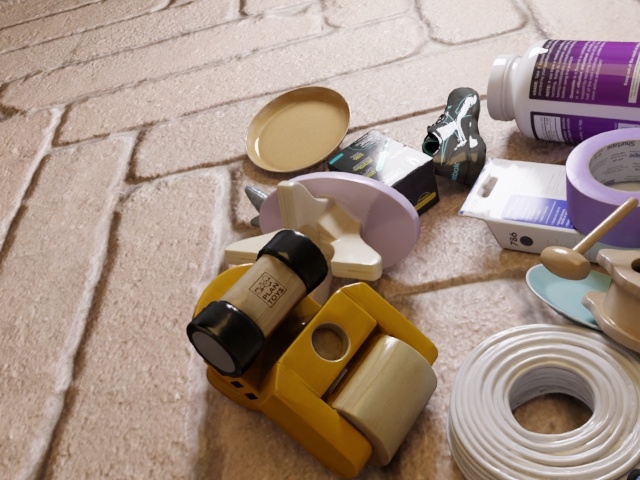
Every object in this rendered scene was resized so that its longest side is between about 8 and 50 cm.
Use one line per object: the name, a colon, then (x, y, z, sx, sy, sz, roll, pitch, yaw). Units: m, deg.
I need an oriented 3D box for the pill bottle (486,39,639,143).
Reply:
pill bottle: (0.470, -0.262, 1.287, 0.322, 0.182, 0.181, 12, 48, 31)

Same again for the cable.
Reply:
cable: (0.278, 0.214, 0.881, 0.257, 0.089, 0.257, 10, 47, 30)

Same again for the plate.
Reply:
plate: (0.373, 0.086, 1.000, 0.188, 0.024, 0.188, 10, 24, -5)

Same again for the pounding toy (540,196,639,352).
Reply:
pounding toy: (0.423, 0.044, 0.895, 0.269, 0.155, 0.154, 2, 22, -23)

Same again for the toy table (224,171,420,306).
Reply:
toy table: (0.000, 0.000, 1.135, 0.274, 0.252, 0.161, -7, 23, 29)

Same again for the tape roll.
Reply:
tape roll: (0.459, -0.080, 1.065, 0.189, 0.080, 0.189, -11, 40, 9)

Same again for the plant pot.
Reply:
plant pot: (-0.045, -0.229, 1.527, 0.236, 0.032, 0.236, -11, 54, 16)

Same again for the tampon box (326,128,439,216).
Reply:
tampon box: (0.112, -0.106, 1.304, 0.120, 0.101, 0.161, -35, 43, -19)

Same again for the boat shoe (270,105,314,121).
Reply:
boat shoe: (-0.068, -0.272, 1.614, 0.133, 0.042, 0.049, 4, 61, 23)

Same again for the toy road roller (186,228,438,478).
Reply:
toy road roller: (-0.028, 0.167, 1.007, 0.329, 0.240, 0.202, 39, 58, 4)

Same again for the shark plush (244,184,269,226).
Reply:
shark plush: (-0.085, -0.049, 1.340, 0.073, 0.067, 0.161, -31, 41, -15)

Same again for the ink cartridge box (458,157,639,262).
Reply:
ink cartridge box: (0.405, -0.047, 1.157, 0.332, 0.065, 0.165, 12, 48, 30)

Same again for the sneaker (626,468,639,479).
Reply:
sneaker: (0.447, 0.227, 0.668, 0.330, 0.130, 0.147, -14, 60, 8)

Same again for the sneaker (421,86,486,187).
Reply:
sneaker: (0.245, -0.207, 1.358, 0.106, 0.101, 0.267, 5, 42, 2)
